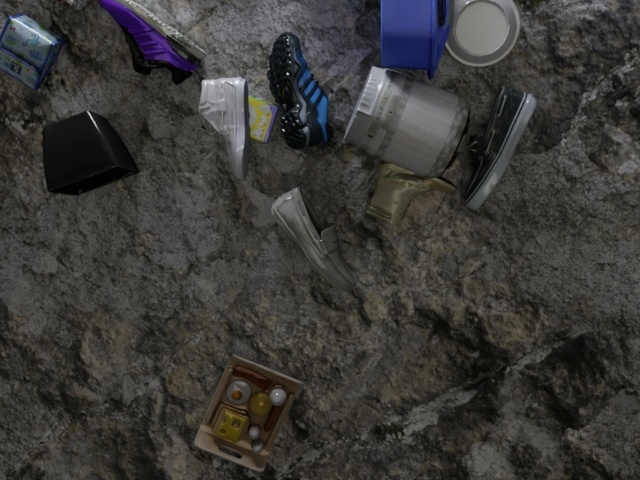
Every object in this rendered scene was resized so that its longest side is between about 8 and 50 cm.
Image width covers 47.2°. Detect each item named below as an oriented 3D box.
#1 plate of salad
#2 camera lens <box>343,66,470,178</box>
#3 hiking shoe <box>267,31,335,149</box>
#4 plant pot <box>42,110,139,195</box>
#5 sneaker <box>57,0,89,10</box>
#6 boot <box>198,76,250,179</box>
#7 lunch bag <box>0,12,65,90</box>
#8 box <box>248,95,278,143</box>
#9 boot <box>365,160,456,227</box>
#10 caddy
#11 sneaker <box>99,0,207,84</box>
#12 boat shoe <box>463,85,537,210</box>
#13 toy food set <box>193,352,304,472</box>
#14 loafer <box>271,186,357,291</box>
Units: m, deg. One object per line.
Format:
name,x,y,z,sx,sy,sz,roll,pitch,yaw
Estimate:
plate of salad,0.411,-0.548,1.882,0.200,0.048,0.199,2,109,7
camera lens,0.221,-0.295,1.842,0.275,0.219,0.219,21,101,-3
hiking shoe,-0.049,-0.384,1.892,0.132,0.113,0.303,-10,91,-38
plant pot,-0.601,-0.226,1.869,0.188,0.188,0.166,-20,90,3
sneaker,-0.665,-0.693,1.804,0.270,0.090,0.145,40,96,-12
boot,-0.248,-0.285,1.869,0.124,0.095,0.258,0,94,5
lunch bag,-0.746,-0.475,1.854,0.129,0.096,0.151,32,114,-10
box,-0.209,-0.332,1.918,0.179,0.043,0.105,17,101,-3
boot,0.241,-0.112,1.959,0.213,0.077,0.165,17,101,0
caddy,0.235,-0.565,1.778,0.179,0.241,0.341,0,103,5
sneaker,-0.447,-0.499,1.845,0.293,0.102,0.146,33,100,-8
boat shoe,0.443,-0.246,1.926,0.119,0.121,0.335,26,90,1
toy food set,-0.204,0.489,2.073,0.220,0.092,0.306,23,100,-6
loafer,0.000,0.000,1.960,0.111,0.112,0.319,-37,100,15
